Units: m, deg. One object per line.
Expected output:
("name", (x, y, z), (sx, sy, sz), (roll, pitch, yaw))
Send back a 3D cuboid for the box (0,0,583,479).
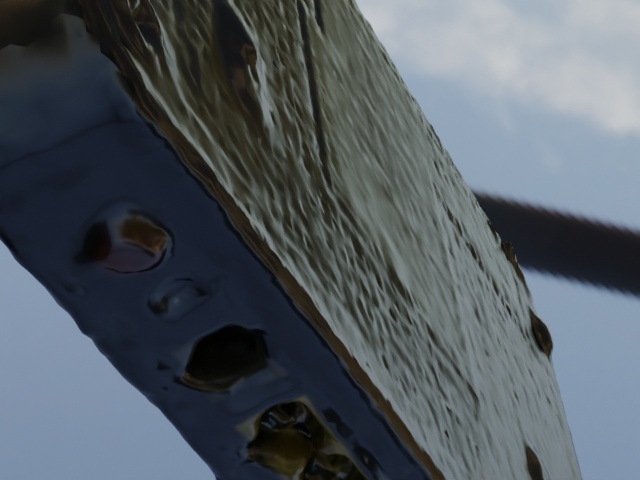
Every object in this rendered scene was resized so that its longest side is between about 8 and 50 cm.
("box", (0.000, 0.000, 0.537), (0.350, 0.058, 0.211), (54, -162, -43))
